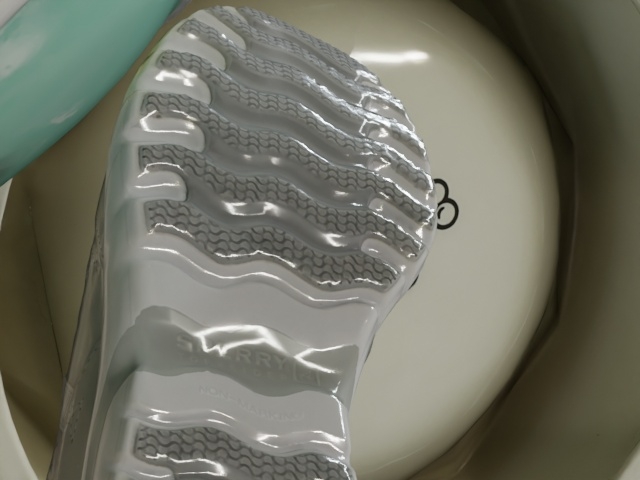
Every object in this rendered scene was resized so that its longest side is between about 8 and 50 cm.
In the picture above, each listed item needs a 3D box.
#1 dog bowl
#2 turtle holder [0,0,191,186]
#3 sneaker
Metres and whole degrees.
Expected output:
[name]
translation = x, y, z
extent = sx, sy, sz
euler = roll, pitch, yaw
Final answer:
[dog bowl]
translation = 0.000, 0.000, 0.902
extent = 0.408, 0.408, 0.150
euler = -26, 20, -15
[turtle holder]
translation = -0.160, -0.107, 0.511
extent = 0.320, 0.243, 0.227
euler = 2, 61, 50
[sneaker]
translation = -0.042, 0.041, 0.585
extent = 0.115, 0.105, 0.281
euler = -49, 21, 43
